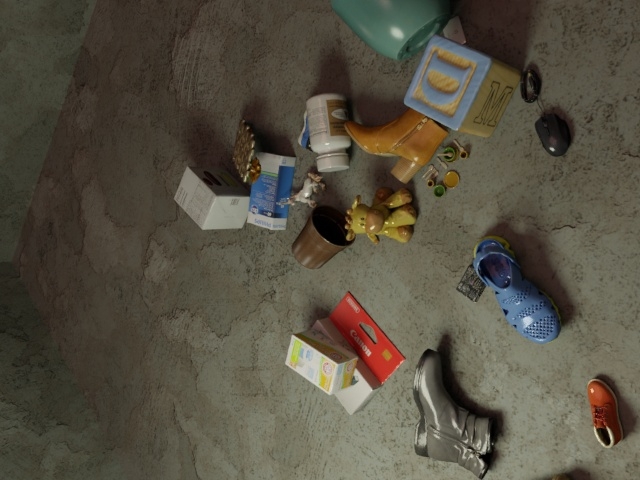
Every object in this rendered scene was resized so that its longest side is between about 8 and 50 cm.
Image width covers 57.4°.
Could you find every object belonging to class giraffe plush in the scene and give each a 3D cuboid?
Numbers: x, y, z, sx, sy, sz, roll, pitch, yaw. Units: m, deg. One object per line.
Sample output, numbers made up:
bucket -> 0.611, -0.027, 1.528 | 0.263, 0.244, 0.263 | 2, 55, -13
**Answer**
giraffe plush -> 0.157, -0.070, 1.730 | 0.210, 0.171, 0.181 | -15, 83, 40

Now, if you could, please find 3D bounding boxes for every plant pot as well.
plant pot -> 0.000, 0.000, 1.882 | 0.165, 0.167, 0.167 | -49, 63, 39
plant pot -> 0.213, -0.641, 1.593 | 0.293, 0.293, 0.235 | -39, 84, 34

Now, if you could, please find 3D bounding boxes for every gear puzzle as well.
gear puzzle -> -0.247, -0.304, 2.058 | 0.339, 0.044, 0.175 | -122, 43, -56

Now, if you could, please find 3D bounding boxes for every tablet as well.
tablet -> 0.372, -0.577, 1.630 | 0.054, 0.006, 0.083 | -22, 79, 38

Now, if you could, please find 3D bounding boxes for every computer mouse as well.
computer mouse -> 0.557, -0.322, 1.467 | 0.071, 0.041, 0.242 | -31, 72, 38

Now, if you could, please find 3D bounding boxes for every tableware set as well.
tableware set -> 0.357, -0.200, 1.651 | 0.154, 0.024, 0.104 | -49, 63, 30

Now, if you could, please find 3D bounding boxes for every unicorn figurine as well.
unicorn figurine -> -0.048, -0.158, 1.979 | 0.111, 0.060, 0.161 | 36, 98, 33

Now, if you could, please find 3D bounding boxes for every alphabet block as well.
alphabet block -> 0.369, -0.398, 1.519 | 0.192, 0.197, 0.193 | 39, 116, 32

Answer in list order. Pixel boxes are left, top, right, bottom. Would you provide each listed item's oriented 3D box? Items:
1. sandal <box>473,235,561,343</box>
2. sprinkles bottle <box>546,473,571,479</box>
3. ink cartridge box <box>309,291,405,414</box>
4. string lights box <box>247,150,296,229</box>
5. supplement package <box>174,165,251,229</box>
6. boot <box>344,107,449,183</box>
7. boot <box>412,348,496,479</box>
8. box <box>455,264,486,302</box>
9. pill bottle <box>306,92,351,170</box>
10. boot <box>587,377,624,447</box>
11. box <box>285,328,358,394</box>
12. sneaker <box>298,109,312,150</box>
sandal -> 0.484, 0.125, 1.483 | 0.126, 0.138, 0.317 | -42, 68, 19
sprinkles bottle -> 0.502, 0.721, 1.517 | 0.355, 0.121, 0.121 | -40, 67, 34
ink cartridge box -> 0.092, 0.361, 1.879 | 0.296, 0.066, 0.261 | 49, 122, 27
string lights box -> -0.176, -0.177, 2.065 | 0.133, 0.077, 0.259 | 17, 103, 39
supplement package -> -0.393, -0.158, 2.172 | 0.203, 0.194, 0.149 | 42, 117, 30
boot -> 0.224, -0.331, 1.718 | 0.295, 0.104, 0.211 | 45, 114, 23
boot -> 0.382, 0.474, 1.626 | 0.223, 0.118, 0.338 | 5, 107, 37
box -> 0.423, 0.119, 1.617 | 0.067, 0.018, 0.083 | 37, 115, 33
pill bottle -> 0.030, -0.338, 1.849 | 0.131, 0.131, 0.229 | -8, 87, 40
boot -> 0.670, 0.409, 1.384 | 0.059, 0.085, 0.157 | -25, 75, 40
box -> 0.003, 0.379, 1.843 | 0.203, 0.103, 0.114 | 27, 111, 37
sneaker -> -0.020, -0.370, 1.934 | 0.084, 0.058, 0.152 | 41, 121, 37
